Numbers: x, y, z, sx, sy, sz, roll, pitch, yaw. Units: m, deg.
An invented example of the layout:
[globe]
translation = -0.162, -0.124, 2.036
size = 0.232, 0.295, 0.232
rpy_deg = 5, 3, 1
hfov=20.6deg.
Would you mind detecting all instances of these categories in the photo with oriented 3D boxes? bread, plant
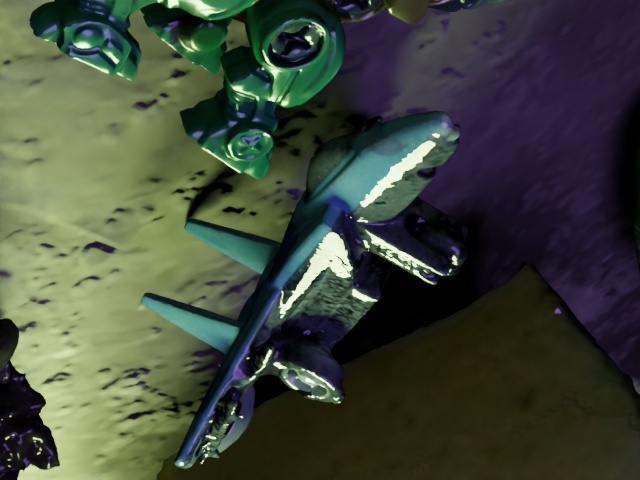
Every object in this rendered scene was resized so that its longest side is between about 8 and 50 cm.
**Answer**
[bread]
translation = 0.030, 0.213, 0.892
size = 0.264, 0.239, 0.395
rpy_deg = -21, 144, -11
[plant]
translation = -0.150, 0.058, 0.698
size = 0.085, 0.087, 0.174
rpy_deg = -51, 158, -35

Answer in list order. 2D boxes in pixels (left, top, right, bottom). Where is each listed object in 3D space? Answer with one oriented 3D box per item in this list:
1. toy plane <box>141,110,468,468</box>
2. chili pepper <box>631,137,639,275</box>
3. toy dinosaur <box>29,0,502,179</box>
[toy plane]
translation = 0.007, 0.004, 0.655
size = 0.078, 0.169, 0.246
rpy_deg = 35, 153, -13
[chili pepper]
translation = 0.211, 0.005, 0.890
size = 0.099, 0.083, 0.253
rpy_deg = -38, 151, -2
[toy dinosaur]
translation = -0.036, -0.114, 0.540
size = 0.259, 0.094, 0.153
rpy_deg = 22, 123, -41
